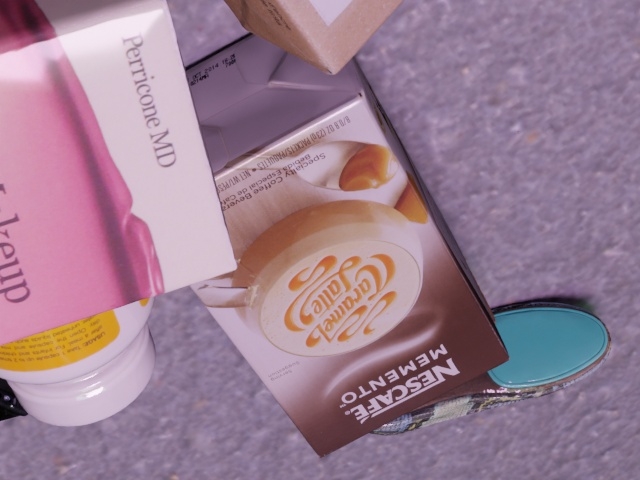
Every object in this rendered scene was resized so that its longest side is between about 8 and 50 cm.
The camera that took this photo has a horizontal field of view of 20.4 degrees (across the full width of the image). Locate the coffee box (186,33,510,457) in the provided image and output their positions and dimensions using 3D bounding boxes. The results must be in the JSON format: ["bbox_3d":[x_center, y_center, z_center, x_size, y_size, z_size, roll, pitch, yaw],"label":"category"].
[{"bbox_3d":[0.000,0.000,1.043,0.141,0.098,0.246,-28,134,6],"label":"coffee box"}]

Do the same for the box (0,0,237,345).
[{"bbox_3d":[-0.171,-0.040,0.775,0.232,0.127,0.149,-18,127,-6],"label":"box"}]

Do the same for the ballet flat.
[{"bbox_3d":[0.101,0.088,1.199,0.188,0.070,0.070,-11,134,-8],"label":"ballet flat"}]

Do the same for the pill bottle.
[{"bbox_3d":[-0.157,0.004,0.976,0.117,0.118,0.208,-19,134,-3],"label":"pill bottle"}]

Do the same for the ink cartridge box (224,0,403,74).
[{"bbox_3d":[-0.008,-0.224,0.799,0.193,0.088,0.235,-48,133,-7],"label":"ink cartridge box"}]

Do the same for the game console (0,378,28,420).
[{"bbox_3d":[-0.226,0.056,1.072,0.107,0.071,0.122,-17,143,39],"label":"game console"}]
